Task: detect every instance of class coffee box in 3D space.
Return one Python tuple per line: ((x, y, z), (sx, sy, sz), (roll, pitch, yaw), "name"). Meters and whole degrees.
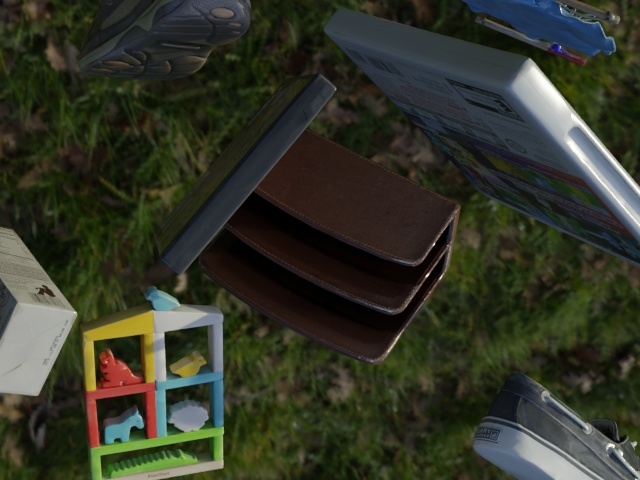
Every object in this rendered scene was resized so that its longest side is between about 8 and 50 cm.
((-0.548, 0.107, 1.925), (0.119, 0.297, 0.168), (15, 108, -43), "coffee box")

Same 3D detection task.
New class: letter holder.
((0.000, 0.000, 1.536), (0.214, 0.302, 0.152), (-52, 160, -29), "letter holder")

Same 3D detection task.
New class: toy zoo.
((-0.229, 0.198, 1.570), (0.192, 0.030, 0.293), (-7, 114, -18), "toy zoo")

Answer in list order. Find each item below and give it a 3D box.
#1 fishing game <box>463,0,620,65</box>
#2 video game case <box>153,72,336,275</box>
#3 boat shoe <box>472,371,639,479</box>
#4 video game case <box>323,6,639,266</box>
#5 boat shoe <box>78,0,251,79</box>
((0.219, -0.240, 1.180), (0.189, 0.264, 0.041), (23, 93, 9), "fishing game")
((-0.100, -0.087, 1.383), (0.035, 0.248, 0.275), (41, 89, -12), "video game case")
((0.288, 0.237, 1.189), (0.301, 0.108, 0.102), (34, 71, -21), "boat shoe")
((0.109, -0.060, 0.676), (0.183, 0.201, 0.023), (41, 86, -32), "video game case")
((-0.187, -0.277, 1.357), (0.132, 0.355, 0.130), (4, 81, -34), "boat shoe")
